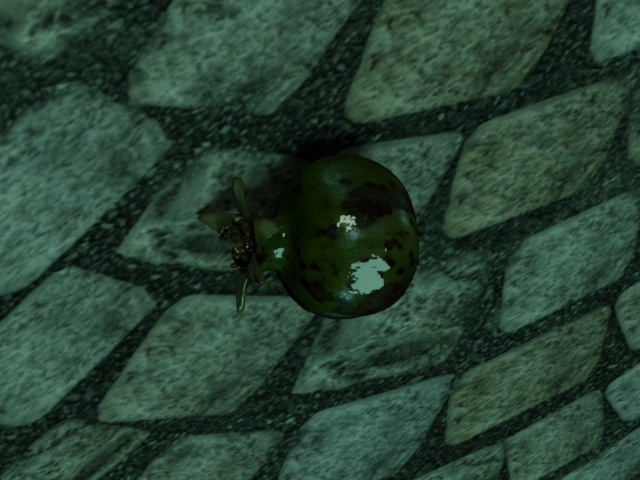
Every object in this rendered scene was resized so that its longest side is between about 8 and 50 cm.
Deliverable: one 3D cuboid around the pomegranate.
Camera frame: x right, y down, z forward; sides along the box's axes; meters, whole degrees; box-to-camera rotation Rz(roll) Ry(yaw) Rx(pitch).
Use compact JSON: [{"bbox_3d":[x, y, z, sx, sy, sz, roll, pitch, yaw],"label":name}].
[{"bbox_3d":[0.005,-0.001,1.517,0.169,0.148,0.148,-6,140,-41],"label":"pomegranate"}]
